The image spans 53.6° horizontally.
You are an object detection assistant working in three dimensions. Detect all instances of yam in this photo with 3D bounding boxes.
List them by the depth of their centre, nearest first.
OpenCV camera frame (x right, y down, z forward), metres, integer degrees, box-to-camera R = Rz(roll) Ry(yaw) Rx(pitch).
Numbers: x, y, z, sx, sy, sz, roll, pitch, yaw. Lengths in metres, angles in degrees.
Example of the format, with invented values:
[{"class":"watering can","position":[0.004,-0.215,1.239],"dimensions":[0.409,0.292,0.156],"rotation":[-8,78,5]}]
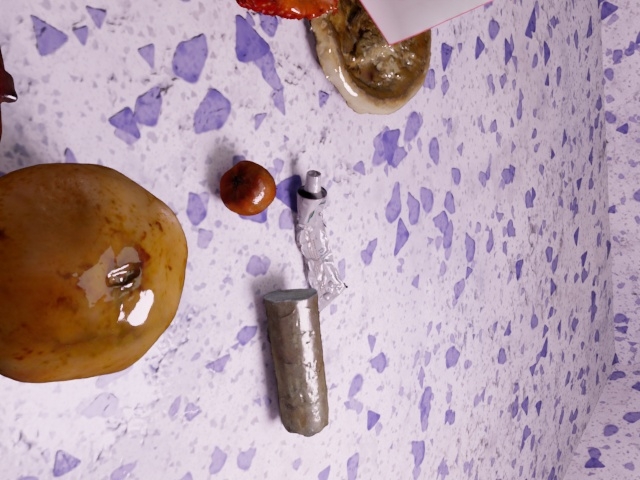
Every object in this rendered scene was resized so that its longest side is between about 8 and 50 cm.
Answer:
[{"class":"yam","position":[-0.036,0.203,1.049],"dimensions":[0.093,0.093,0.259],"rotation":[-23,113,-47]}]

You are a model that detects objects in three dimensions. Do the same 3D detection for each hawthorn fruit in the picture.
[{"class":"hawthorn fruit","position":[-0.100,-0.072,0.934],"dimensions":[0.093,0.081,0.081],"rotation":[35,68,-62]}]

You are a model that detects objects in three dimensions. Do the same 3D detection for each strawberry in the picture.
[{"class":"strawberry","position":[-0.062,-0.406,0.913],"dimensions":[0.228,0.098,0.175],"rotation":[-13,106,-53]}]

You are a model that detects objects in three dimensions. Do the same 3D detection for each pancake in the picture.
[{"class":"pancake","position":[0.095,-0.398,1.128],"dimensions":[0.356,0.065,0.356],"rotation":[-5,97,-45]}]

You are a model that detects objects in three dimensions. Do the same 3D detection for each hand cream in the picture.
[{"class":"hand cream","position":[-0.003,-0.001,1.091],"dimensions":[0.084,0.050,0.257],"rotation":[-38,130,-39]}]

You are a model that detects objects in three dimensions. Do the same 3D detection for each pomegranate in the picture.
[{"class":"pomegranate","position":[-0.257,0.034,0.646],"dimensions":[0.248,0.248,0.248],"rotation":[-11,105,-50]}]

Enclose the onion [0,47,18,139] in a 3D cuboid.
[{"class":"onion","position":[-0.384,-0.107,0.343],"dimensions":[0.385,0.347,0.348],"rotation":[-2,97,-69]}]

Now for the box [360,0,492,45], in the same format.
[{"class":"box","position":[0.186,-0.543,0.966],"dimensions":[0.312,0.300,0.314],"rotation":[47,49,-31]}]
